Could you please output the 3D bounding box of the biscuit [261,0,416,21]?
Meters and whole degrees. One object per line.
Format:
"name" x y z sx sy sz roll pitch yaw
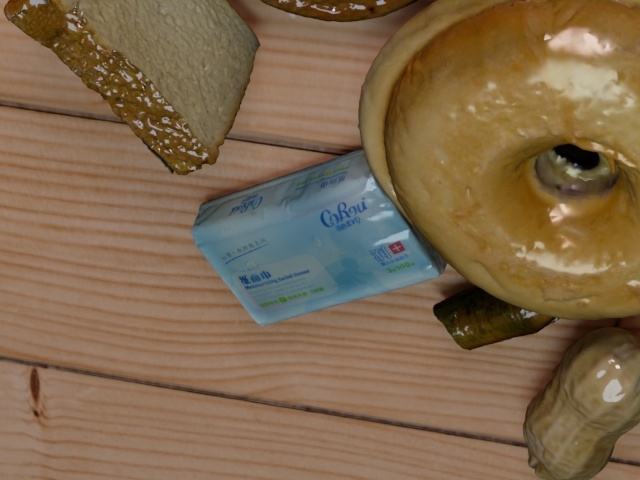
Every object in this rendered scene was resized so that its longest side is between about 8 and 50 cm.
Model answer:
"biscuit" 0.010 -0.338 1.498 0.296 0.075 0.296 4 134 4

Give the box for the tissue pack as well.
"tissue pack" 0.000 0.000 1.831 0.263 0.089 0.177 -18 126 28

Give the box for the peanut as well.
"peanut" 0.332 0.208 1.931 0.130 0.130 0.290 19 138 -5

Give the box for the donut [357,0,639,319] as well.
"donut" 0.258 -0.095 1.590 0.448 0.198 0.449 8 135 8

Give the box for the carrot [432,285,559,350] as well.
"carrot" 0.220 0.082 1.861 0.173 0.082 0.082 -25 124 30

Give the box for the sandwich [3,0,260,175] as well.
"sandwich" -0.184 -0.213 1.567 0.087 0.226 0.251 -24 123 35
